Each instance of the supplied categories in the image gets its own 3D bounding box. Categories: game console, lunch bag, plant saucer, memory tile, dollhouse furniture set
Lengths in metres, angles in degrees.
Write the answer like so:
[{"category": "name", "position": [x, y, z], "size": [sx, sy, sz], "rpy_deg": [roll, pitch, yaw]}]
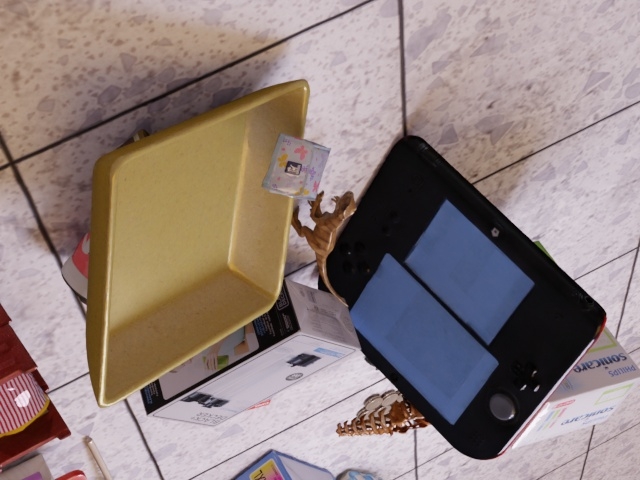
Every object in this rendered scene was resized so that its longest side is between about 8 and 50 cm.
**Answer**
[{"category": "game console", "position": [0.180, 0.091, 1.836], "size": [0.060, 0.386, 0.342], "rpy_deg": [-27, 154, -43]}, {"category": "lunch bag", "position": [-0.031, -0.087, 1.543], "size": [0.083, 0.053, 0.071], "rpy_deg": [10, 99, -58]}, {"category": "plant saucer", "position": [-0.160, -0.014, 1.529], "size": [0.333, 0.081, 0.332], "rpy_deg": [-30, 139, -46]}, {"category": "memory tile", "position": [0.131, 0.318, 2.484], "size": [0.148, 0.012, 0.113], "rpy_deg": [-11, 144, -33]}, {"category": "dollhouse furniture set", "position": [-0.518, 0.231, 1.594], "size": [0.374, 0.152, 0.201], "rpy_deg": [-29, 150, -11]}]

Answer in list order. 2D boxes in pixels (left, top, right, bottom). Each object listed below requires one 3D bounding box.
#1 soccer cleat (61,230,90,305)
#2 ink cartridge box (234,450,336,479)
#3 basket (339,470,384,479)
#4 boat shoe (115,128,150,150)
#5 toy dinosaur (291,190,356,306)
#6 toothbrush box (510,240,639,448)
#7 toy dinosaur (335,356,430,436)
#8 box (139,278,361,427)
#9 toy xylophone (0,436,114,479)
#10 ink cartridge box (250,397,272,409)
[{"category": "soccer cleat", "position": [-0.186, 0.037, 1.694], "size": [0.318, 0.108, 0.116], "rpy_deg": [13, 118, -50]}, {"category": "ink cartridge box", "position": [-0.150, 0.591, 2.483], "size": [0.395, 0.151, 0.270], "rpy_deg": [-39, 149, 8]}, {"category": "basket", "position": [0.099, 0.628, 2.628], "size": [0.255, 0.289, 0.201], "rpy_deg": [-39, 144, 17]}, {"category": "boat shoe", "position": [-0.204, -0.079, 1.557], "size": [0.049, 0.056, 0.152], "rpy_deg": [-21, 146, 2]}, {"category": "toy dinosaur", "position": [0.000, 0.000, 1.796], "size": [0.064, 0.112, 0.211], "rpy_deg": [-20, 148, -21]}, {"category": "toothbrush box", "position": [0.311, 0.150, 1.970], "size": [0.206, 0.283, 0.122], "rpy_deg": [-8, 143, -35]}, {"category": "toy dinosaur", "position": [0.176, 0.233, 2.197], "size": [0.322, 0.218, 0.164], "rpy_deg": [-17, 147, -26]}, {"category": "box", "position": [-0.108, 0.171, 1.906], "size": [0.290, 0.087, 0.169], "rpy_deg": [-29, 153, 23]}, {"category": "toy xylophone", "position": [-0.424, 0.428, 2.040], "size": [0.236, 0.081, 0.322], "rpy_deg": [-30, 144, -7]}, {"category": "ink cartridge box", "position": [-0.111, 0.257, 2.151], "size": [0.063, 0.029, 0.115], "rpy_deg": [-12, 144, -33]}]
